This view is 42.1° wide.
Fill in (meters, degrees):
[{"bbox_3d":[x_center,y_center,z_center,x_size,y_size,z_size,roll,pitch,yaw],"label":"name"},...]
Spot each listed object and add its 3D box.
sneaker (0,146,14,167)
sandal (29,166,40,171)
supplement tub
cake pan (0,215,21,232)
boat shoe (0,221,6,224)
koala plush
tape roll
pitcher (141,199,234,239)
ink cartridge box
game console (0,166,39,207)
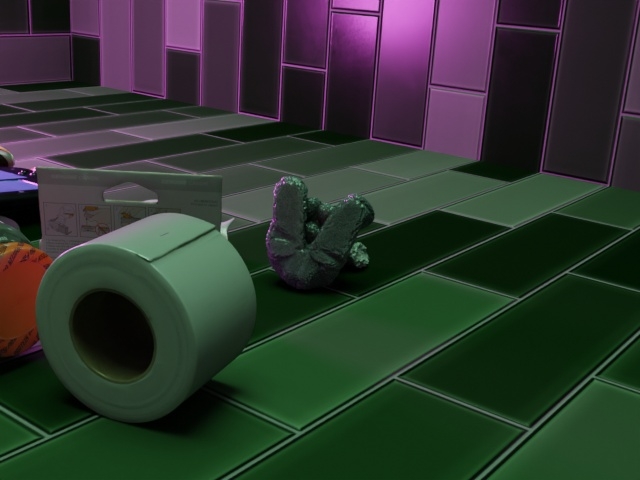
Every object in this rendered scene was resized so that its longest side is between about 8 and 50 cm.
[{"bbox_3d":[-0.926,-0.202,2.209,0.215,0.084,0.083,-2,32,-7],"label":"sneaker"},{"bbox_3d":[-0.724,-0.165,2.156,0.180,0.049,0.072,11,19,21],"label":"sandal"},{"bbox_3d":[-0.570,0.053,1.251,0.338,0.207,0.207,14,21,28],"label":"supplement tub"},{"bbox_3d":[-0.723,0.003,1.628,0.294,0.054,0.293,3,17,-1],"label":"cake pan"},{"bbox_3d":[-0.661,-0.039,1.578,0.184,0.063,0.066,13,20,28],"label":"boat shoe"},{"bbox_3d":[0.000,0.000,1.643,0.196,0.203,0.221,17,-1,12],"label":"koala plush"},{"bbox_3d":[-0.231,0.099,1.117,0.246,0.246,0.169,10,20,20],"label":"tape roll"},{"bbox_3d":[-0.277,0.004,1.634,0.207,0.125,0.177,11,31,-14],"label":"pitcher"},{"bbox_3d":[-0.305,0.004,1.365,0.297,0.261,0.066,3,19,-2],"label":"ink cartridge box"},{"bbox_3d":[-0.776,-0.122,1.912,0.342,0.060,0.387,9,13,37],"label":"game console"}]
